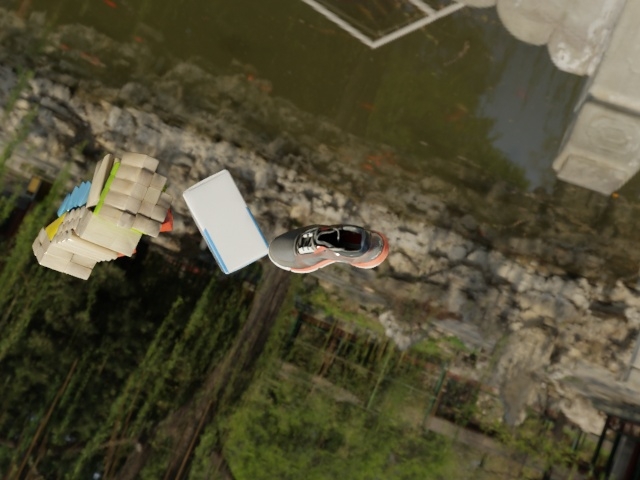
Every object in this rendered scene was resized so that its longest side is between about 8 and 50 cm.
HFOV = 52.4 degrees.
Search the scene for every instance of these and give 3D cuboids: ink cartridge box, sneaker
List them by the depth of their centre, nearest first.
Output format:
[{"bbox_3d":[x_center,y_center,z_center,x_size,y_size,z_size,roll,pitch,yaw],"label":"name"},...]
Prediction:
[{"bbox_3d":[0.000,0.000,0.776,0.157,0.061,0.065,-5,160,26],"label":"sneaker"},{"bbox_3d":[-0.151,-0.025,1.037,0.140,0.082,0.190,62,169,-3],"label":"ink cartridge box"}]

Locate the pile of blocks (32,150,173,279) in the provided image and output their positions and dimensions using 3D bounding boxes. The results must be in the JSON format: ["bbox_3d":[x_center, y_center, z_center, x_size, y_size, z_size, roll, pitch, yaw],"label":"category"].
[{"bbox_3d":[-0.326,-0.036,1.031,0.112,0.149,0.362,27,148,-38],"label":"pile of blocks"}]
